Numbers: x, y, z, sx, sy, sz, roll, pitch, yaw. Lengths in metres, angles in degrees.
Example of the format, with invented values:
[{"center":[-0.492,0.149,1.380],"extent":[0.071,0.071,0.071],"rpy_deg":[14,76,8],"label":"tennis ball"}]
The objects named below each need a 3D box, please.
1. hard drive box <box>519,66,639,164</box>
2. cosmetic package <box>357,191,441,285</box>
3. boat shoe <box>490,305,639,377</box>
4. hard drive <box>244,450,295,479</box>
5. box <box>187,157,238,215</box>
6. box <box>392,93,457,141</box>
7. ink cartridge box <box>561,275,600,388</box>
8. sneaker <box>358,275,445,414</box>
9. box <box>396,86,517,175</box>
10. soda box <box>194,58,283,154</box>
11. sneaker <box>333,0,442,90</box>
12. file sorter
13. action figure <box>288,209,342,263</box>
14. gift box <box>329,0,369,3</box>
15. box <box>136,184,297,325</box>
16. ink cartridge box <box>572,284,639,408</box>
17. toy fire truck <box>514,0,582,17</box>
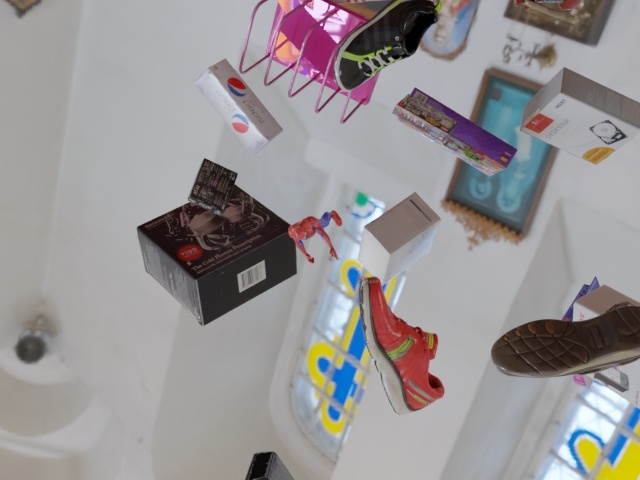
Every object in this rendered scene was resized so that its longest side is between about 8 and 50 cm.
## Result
[{"center":[0.647,-0.305,1.940],"extent":[0.232,0.181,0.089],"rpy_deg":[22,-118,-9],"label":"hard drive box"},{"center":[0.254,-0.002,2.554],"extent":[0.224,0.224,0.138],"rpy_deg":[-33,-113,-19],"label":"cosmetic package"},{"center":[0.549,0.244,1.677],"extent":[0.355,0.130,0.132],"rpy_deg":[-10,-127,11],"label":"boat shoe"},{"center":[-0.056,0.526,1.458],"extent":[0.255,0.054,0.172],"rpy_deg":[61,-175,-4],"label":"hard drive"},{"center":[-0.187,-0.094,1.355],"extent":[0.067,0.018,0.083],"rpy_deg":[24,-119,-17],"label":"box"},{"center":[0.242,-0.285,1.801],"extent":[0.137,0.027,0.094],"rpy_deg":[31,-145,8],"label":"box"},{"center":[0.766,0.264,2.256],"extent":[0.065,0.311,0.186],"rpy_deg":[17,-123,41],"label":"ink cartridge box"},{"center":[0.144,0.172,1.363],"extent":[0.118,0.279,0.107],"rpy_deg":[-20,-157,8],"label":"sneaker"},{"center":[0.336,-0.268,1.959],"extent":[0.293,0.057,0.201],"rpy_deg":[32,180,1],"label":"box"},{"center":[-0.189,-0.310,1.808],"extent":[0.216,0.069,0.074],"rpy_deg":[51,-138,-7],"label":"soda box"},{"center":[0.119,-0.356,1.404],"extent":[0.084,0.235,0.097],"rpy_deg":[32,-162,-42],"label":"sneaker"},{"center":[-0.017,-0.430,1.816],"extent":[0.290,0.202,0.182],"rpy_deg":[28,-139,9],"label":"file sorter"},{"center":[0.000,0.000,1.945],"extent":[0.139,0.091,0.280],"rpy_deg":[64,-163,4],"label":"action figure"},{"center":[0.099,-0.706,1.800],"extent":[0.255,0.276,0.258],"rpy_deg":[6,-144,45],"label":"gift box"},{"center":[-0.295,0.028,2.246],"extent":[0.343,0.179,0.312],"rpy_deg":[-29,-134,-30],"label":"box"},{"center":[0.809,0.288,2.018],"extent":[0.131,0.226,0.306],"rpy_deg":[-23,-147,-27],"label":"ink cartridge box"},{"center":[0.571,-0.619,1.916],"extent":[0.216,0.247,0.158],"rpy_deg":[3,162,-5],"label":"toy fire truck"}]
